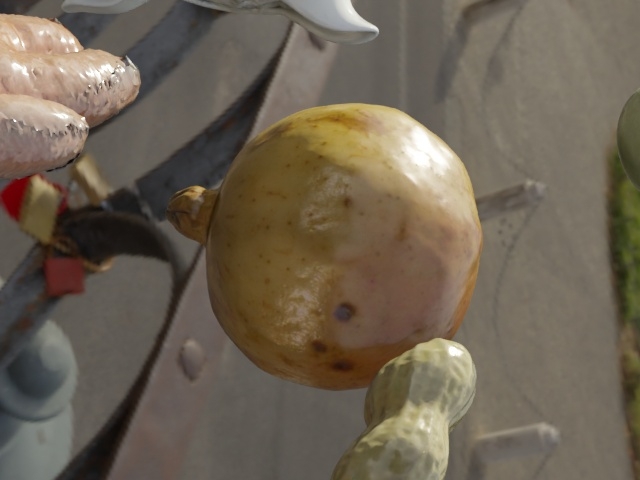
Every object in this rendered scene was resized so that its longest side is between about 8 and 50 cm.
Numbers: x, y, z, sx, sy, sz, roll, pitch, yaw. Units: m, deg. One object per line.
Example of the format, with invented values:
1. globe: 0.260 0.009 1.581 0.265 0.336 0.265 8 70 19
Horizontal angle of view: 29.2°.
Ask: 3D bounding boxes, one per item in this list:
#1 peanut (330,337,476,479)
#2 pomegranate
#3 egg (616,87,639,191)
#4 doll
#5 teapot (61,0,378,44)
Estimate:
1. peanut: 0.065 0.154 0.962 0.082 0.082 0.187 50 48 -29
2. pomegranate: 0.000 0.000 1.577 0.410 0.410 0.410 28 53 -46
3. egg: 0.337 -0.089 1.144 0.114 0.114 0.152 44 22 -35
4. doll: -0.240 -0.057 0.750 0.303 0.201 0.156 -23 132 -55
5. teapot: -0.087 -0.253 1.084 0.204 0.298 0.139 15 84 -76
